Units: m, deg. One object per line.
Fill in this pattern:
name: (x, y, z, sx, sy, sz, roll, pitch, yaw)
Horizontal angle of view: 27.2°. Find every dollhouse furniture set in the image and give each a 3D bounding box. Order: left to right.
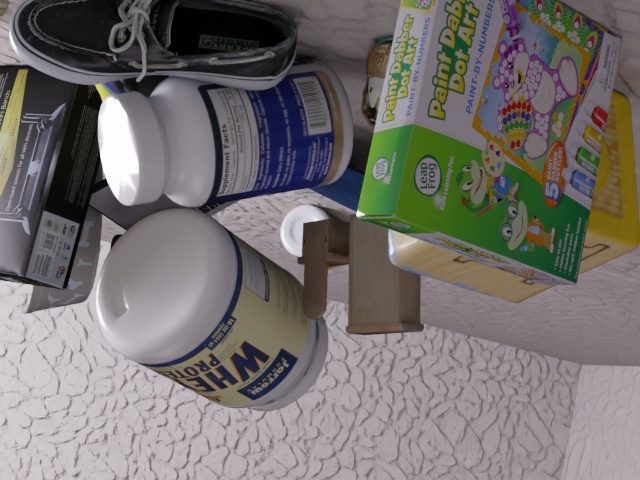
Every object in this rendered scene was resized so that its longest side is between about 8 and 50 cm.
dollhouse furniture set: (0.194, 0.064, 1.985, 0.355, 0.173, 0.303, 9, 169, -41)

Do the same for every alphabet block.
alphabet block: (0.205, -0.065, 1.434, 0.193, 0.192, 0.197, 16, 153, -30)

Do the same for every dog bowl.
dog bowl: (-0.421, -0.054, 2.115, 0.102, 0.348, 0.349, 1, 175, -18)

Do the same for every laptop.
laptop: (-0.089, -0.033, 2.021, 0.408, 0.236, 0.382, -29, 166, 2)

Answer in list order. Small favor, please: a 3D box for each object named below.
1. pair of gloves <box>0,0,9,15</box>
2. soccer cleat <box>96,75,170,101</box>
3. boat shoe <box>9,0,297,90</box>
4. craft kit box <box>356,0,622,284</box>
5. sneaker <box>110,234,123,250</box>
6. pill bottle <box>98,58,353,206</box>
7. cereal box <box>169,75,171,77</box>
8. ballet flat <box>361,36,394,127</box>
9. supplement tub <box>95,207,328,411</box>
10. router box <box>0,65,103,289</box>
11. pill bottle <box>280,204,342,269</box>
pair of gloves: (-0.503, -0.294, 1.617, 0.204, 0.042, 0.240, 21, 165, -27)
soccer cleat: (-0.231, -0.192, 1.598, 0.121, 0.093, 0.289, 48, 164, 18)
boat shoe: (-0.177, -0.221, 1.400, 0.306, 0.113, 0.105, 10, 165, -4)
craft kit box: (0.159, -0.108, 1.196, 0.247, 0.250, 0.061, 17, 170, -36)
sneaker: (-0.245, 0.050, 2.181, 0.145, 0.090, 0.270, 2, 167, 6)
pill bottle: (-0.109, -0.121, 1.517, 0.265, 0.153, 0.153, -10, -178, -27)
cereal box: (-0.170, -0.203, 1.705, 0.240, 0.047, 0.173, 7, 168, 28)
ballet flat: (0.081, -0.169, 1.503, 0.073, 0.067, 0.206, 13, 171, 4)
supplement tub: (-0.153, 0.114, 1.977, 0.235, 0.235, 0.325, 6, 161, 35)
router box: (-0.430, -0.095, 1.898, 0.243, 0.309, 0.081, 6, 168, 39)
pill bottle: (0.000, 0.000, 2.574, 0.103, 0.103, 0.184, 9, 170, 22)
